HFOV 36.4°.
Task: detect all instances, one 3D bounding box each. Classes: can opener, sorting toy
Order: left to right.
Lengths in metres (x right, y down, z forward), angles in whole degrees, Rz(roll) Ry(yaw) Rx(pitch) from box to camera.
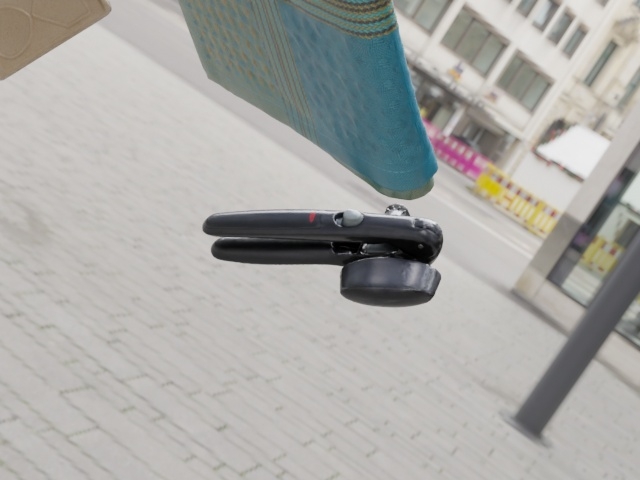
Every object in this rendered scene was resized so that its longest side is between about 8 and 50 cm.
[{"bbox_3d":[-0.122,-0.111,0.371,0.083,0.062,0.012,60,22,-11],"label":"sorting toy"},{"bbox_3d":[0.000,0.000,0.719,0.186,0.059,0.073,9,38,16],"label":"can opener"}]

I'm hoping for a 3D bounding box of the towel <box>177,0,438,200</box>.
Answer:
[{"bbox_3d":[-0.048,-0.213,0.589,0.271,0.040,0.370,38,-24,42],"label":"towel"}]
